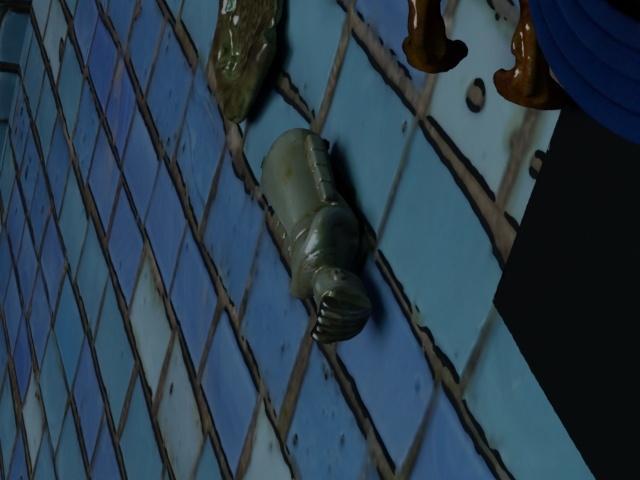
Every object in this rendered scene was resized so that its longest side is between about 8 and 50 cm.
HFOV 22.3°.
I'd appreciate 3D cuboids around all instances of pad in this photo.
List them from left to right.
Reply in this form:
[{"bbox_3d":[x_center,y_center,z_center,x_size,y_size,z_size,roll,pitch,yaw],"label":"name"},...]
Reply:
[{"bbox_3d":[0.155,0.031,0.864,0.243,0.004,0.163,-114,36,-56],"label":"pad"}]

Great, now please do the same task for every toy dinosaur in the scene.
[{"bbox_3d":[0.094,-0.176,0.899,0.432,0.097,0.208,-76,-13,-74],"label":"toy dinosaur"}]

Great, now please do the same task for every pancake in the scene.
[{"bbox_3d":[-0.064,-0.225,1.523,0.212,0.029,0.235,163,114,-70],"label":"pancake"}]

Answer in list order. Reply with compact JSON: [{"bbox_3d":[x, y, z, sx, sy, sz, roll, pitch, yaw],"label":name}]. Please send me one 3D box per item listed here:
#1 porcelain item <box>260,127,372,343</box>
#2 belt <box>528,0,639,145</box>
[{"bbox_3d":[0.000,0.000,1.228,0.213,0.054,0.084,-109,30,-52],"label":"porcelain item"},{"bbox_3d":[0.197,-0.128,0.635,0.347,0.117,0.212,-153,72,-70],"label":"belt"}]
